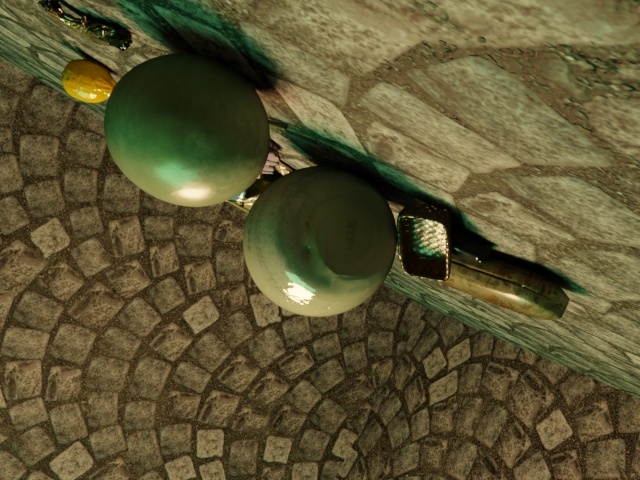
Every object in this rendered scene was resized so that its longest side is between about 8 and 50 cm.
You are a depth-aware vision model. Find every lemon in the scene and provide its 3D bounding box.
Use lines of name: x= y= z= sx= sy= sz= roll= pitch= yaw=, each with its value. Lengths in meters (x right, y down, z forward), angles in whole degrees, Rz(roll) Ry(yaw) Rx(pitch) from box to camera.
lemon: x=-0.621 y=-0.428 z=1.800 sx=0.155 sy=0.114 sz=0.114 roll=18 pitch=177 yaw=-5

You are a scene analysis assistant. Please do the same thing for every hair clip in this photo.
hair clip: x=-0.153 y=-0.189 z=1.625 sx=0.106 sy=0.084 sz=0.292 roll=-1 pitch=176 yaw=-6

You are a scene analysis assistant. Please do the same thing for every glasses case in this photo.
glasses case: x=0.362 y=0.081 z=1.510 sx=0.156 sy=0.098 sz=0.425 roll=26 pitch=178 yaw=-34

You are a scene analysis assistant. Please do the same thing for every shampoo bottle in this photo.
shampoo bottle: x=0.000 y=0.000 z=1.420 sx=0.322 sy=0.322 sz=0.317 roll=29 pitch=167 yaw=-7

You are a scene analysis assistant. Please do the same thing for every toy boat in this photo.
toy boat: x=-0.230 y=-0.188 z=1.859 sx=0.077 sy=0.185 sz=0.075 roll=20 pitch=141 yaw=-10

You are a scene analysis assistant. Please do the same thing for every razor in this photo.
razor: x=0.282 y=0.002 z=1.397 sx=0.148 sy=0.054 sz=0.090 roll=30 pitch=179 yaw=-3

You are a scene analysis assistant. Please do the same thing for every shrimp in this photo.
shrimp: x=-0.447 y=-0.416 z=1.268 sx=0.219 sy=0.046 sz=0.152 roll=27 pitch=178 yaw=34

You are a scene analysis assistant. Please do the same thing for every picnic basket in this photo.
picnic basket: x=0.211 y=0.002 z=1.332 sx=0.110 sy=0.055 sz=0.193 roll=11 pitch=141 yaw=19

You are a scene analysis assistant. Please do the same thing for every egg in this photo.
egg: x=-0.227 y=-0.187 z=1.133 sx=0.258 sy=0.258 sz=0.352 roll=32 pitch=178 yaw=-32

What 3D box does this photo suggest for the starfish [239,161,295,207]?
starfish: x=-0.028 y=-0.072 z=1.870 sx=0.384 sy=0.132 sz=0.398 roll=25 pitch=164 yaw=-7

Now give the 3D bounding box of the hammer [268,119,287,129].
hammer: x=-0.142 y=-0.256 z=1.359 sx=0.195 sy=0.028 sz=0.060 roll=21 pitch=166 yaw=38

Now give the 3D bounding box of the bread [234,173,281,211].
bread: x=-0.217 y=-0.167 z=2.144 sx=0.382 sy=0.129 sz=0.366 roll=31 pitch=173 yaw=-19
